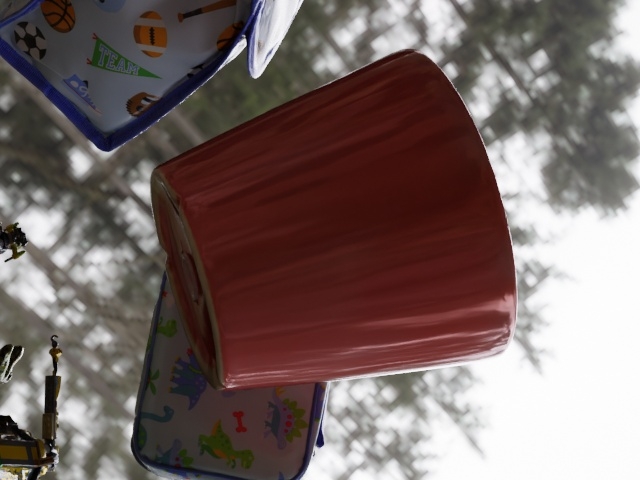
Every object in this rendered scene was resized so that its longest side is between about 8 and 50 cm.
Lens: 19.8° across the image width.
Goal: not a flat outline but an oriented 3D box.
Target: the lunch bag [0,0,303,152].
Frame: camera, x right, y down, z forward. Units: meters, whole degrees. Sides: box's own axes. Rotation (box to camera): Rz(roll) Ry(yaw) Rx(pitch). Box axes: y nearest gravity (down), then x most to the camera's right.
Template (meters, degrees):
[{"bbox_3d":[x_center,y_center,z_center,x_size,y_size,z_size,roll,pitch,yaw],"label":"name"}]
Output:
[{"bbox_3d":[-0.126,-0.318,2.005,0.385,0.239,0.328,-31,-157,43],"label":"lunch bag"}]

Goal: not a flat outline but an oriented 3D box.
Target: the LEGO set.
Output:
[{"bbox_3d":[-0.341,0.134,1.758,0.255,0.192,0.331,-33,-113,24],"label":"LEGO set"}]

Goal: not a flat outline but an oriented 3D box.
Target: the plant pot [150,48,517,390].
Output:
[{"bbox_3d":[0.000,0.000,1.531,0.243,0.275,0.275,-16,-137,-12],"label":"plant pot"}]

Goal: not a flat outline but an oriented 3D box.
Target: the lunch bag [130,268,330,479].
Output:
[{"bbox_3d":[-0.076,0.124,1.688,0.176,0.090,0.219,10,-105,-3],"label":"lunch bag"}]
